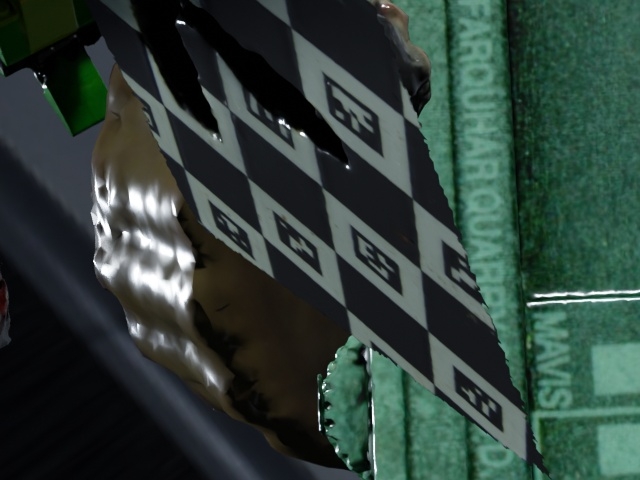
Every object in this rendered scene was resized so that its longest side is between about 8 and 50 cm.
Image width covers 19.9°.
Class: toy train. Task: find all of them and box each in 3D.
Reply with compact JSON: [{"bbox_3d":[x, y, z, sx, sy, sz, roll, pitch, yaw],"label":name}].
[{"bbox_3d":[0.084,-0.013,0.765,0.178,0.138,0.330,-2,80,4],"label":"toy train"}]

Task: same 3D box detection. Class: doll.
[{"bbox_3d":[-0.203,-0.179,1.237,0.134,0.106,0.186,45,155,36],"label":"doll"}]

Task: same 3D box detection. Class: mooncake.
[{"bbox_3d":[0.023,-0.030,1.085,0.187,0.324,0.324,15,121,57],"label":"mooncake"}]

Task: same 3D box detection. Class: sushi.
[{"bbox_3d":[-0.011,-0.063,0.554,0.192,0.043,0.279,34,160,38],"label":"sushi"}]

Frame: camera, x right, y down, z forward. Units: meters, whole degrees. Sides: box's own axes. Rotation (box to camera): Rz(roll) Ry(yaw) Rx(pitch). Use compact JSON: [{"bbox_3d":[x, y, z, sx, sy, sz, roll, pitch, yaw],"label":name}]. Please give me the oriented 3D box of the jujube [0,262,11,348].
[{"bbox_3d":[-0.276,0.011,1.304,0.104,0.104,0.166,-42,78,39],"label":"jujube"}]
